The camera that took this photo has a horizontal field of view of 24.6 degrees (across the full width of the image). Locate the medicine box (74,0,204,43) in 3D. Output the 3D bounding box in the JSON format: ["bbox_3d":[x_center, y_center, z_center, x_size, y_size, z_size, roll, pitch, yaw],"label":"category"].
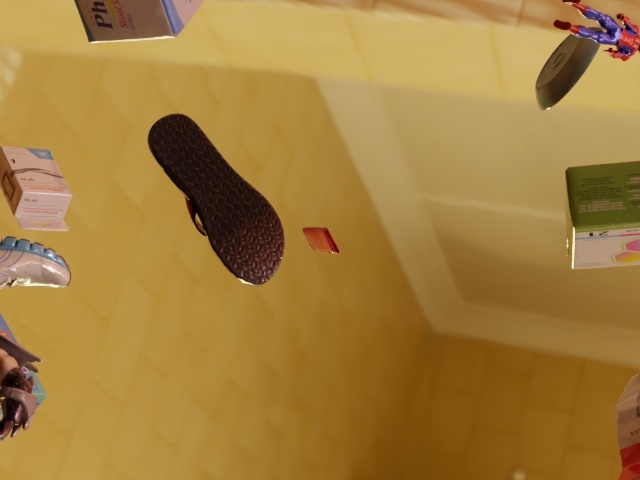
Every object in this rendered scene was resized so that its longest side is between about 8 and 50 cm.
[{"bbox_3d":[-0.244,-0.458,2.030,0.149,0.289,0.263,0,-52,22],"label":"medicine box"}]

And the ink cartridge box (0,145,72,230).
[{"bbox_3d":[-0.248,-0.045,1.272,0.048,0.083,0.028,2,-51,-36],"label":"ink cartridge box"}]

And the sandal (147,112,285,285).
[{"bbox_3d":[-0.093,-0.036,1.317,0.179,0.067,0.040,54,-23,13],"label":"sandal"}]

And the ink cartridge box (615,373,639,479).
[{"bbox_3d":[0.393,0.172,1.523,0.189,0.066,0.232,-26,1,28],"label":"ink cartridge box"}]

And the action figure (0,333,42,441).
[{"bbox_3d":[-0.346,0.131,1.316,0.185,0.099,0.285,16,15,-10],"label":"action figure"}]

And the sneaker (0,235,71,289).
[{"bbox_3d":[-0.349,0.035,1.487,0.190,0.083,0.071,13,-27,-19],"label":"sneaker"}]

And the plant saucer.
[{"bbox_3d":[0.288,-0.208,1.731,0.021,0.119,0.119,34,-23,-11],"label":"plant saucer"}]

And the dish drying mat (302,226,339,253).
[{"bbox_3d":[0.000,0.000,1.555,0.032,0.008,0.083,62,-13,-8],"label":"dish drying mat"}]

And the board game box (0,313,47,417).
[{"bbox_3d":[-0.443,0.122,1.762,0.160,0.047,0.210,9,36,-51],"label":"board game box"}]

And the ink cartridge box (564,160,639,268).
[{"bbox_3d":[0.433,-0.007,2.008,0.188,0.097,0.255,-5,-29,7],"label":"ink cartridge box"}]

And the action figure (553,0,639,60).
[{"bbox_3d":[0.248,-0.177,1.256,0.115,0.038,0.030,14,2,-42],"label":"action figure"}]
